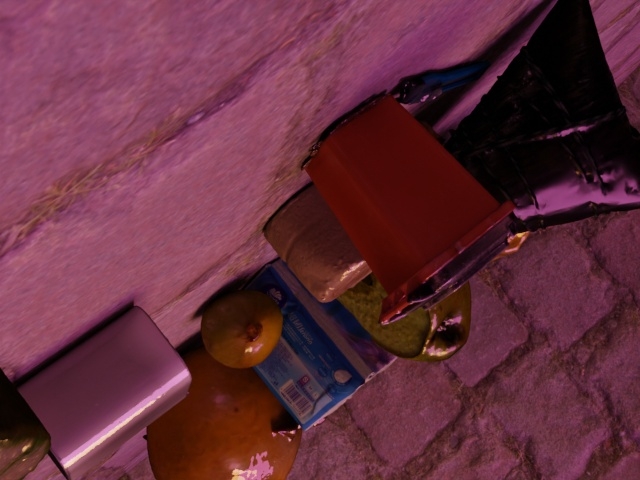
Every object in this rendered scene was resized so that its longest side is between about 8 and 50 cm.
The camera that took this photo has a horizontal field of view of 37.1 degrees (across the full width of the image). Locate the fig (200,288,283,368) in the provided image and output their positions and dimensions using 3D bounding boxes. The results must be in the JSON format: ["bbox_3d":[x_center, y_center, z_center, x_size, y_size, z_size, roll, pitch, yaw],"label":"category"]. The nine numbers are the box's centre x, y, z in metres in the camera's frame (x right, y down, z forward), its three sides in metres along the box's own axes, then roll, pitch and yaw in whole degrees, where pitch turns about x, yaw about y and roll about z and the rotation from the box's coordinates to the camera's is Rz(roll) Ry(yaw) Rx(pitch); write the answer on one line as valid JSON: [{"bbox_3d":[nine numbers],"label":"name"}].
[{"bbox_3d":[-0.130,0.144,1.567,0.136,0.121,0.153,-58,155,-2],"label":"fig"}]

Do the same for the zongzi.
[{"bbox_3d":[0.307,-0.182,1.398,0.384,0.362,0.319,-13,-165,15],"label":"zongzi"}]

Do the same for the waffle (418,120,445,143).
[{"bbox_3d":[0.079,-0.081,1.498,0.274,0.057,0.168,-40,172,7],"label":"waffle"}]

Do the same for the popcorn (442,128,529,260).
[{"bbox_3d":[0.238,-0.063,1.754,0.298,0.280,0.316,5,-176,-23],"label":"popcorn"}]

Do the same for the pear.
[{"bbox_3d":[0.156,0.063,1.542,0.164,0.255,0.238,-32,165,-34],"label":"pear"}]

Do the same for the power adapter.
[{"bbox_3d":[-0.299,0.212,1.193,0.255,0.124,0.187,-35,170,-21],"label":"power adapter"}]

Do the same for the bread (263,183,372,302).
[{"bbox_3d":[0.013,0.000,1.344,0.134,0.141,0.148,-36,171,-29],"label":"bread"}]

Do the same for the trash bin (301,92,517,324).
[{"bbox_3d":[0.092,-0.037,1.149,0.184,0.238,0.161,-38,175,-25],"label":"trash bin"}]

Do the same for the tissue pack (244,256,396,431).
[{"bbox_3d":[-0.026,0.173,1.694,0.146,0.263,0.198,-30,168,-48],"label":"tissue pack"}]

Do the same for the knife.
[{"bbox_3d":[0.169,-0.213,1.271,0.297,0.026,0.044,-27,154,-54],"label":"knife"}]

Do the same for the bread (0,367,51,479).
[{"bbox_3d":[-0.407,0.236,0.801,0.382,0.129,0.366,-44,170,30],"label":"bread"}]

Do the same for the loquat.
[{"bbox_3d":[-0.161,0.343,1.805,0.360,0.328,0.328,-12,178,14],"label":"loquat"}]
